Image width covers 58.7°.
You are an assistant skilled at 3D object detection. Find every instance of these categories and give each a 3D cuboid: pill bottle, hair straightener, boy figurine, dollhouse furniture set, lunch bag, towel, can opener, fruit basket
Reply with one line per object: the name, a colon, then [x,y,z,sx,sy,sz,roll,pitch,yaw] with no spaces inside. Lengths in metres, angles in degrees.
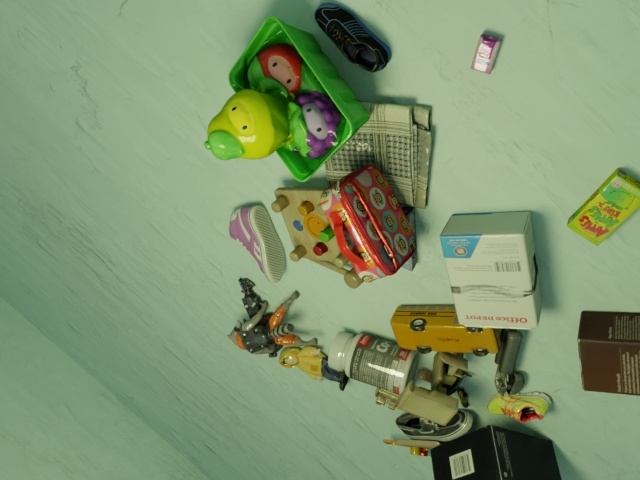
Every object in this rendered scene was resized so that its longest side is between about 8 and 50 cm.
pill bottle: [0.181,0.417,1.971,0.283,0.161,0.161,14,127,21]
hair straightener: [0.439,0.521,1.945,0.047,0.089,0.230,34,131,-5]
boy figurine: [-0.027,0.469,2.176,0.285,0.092,0.177,17,133,16]
dollhouse furniture set: [0.302,0.564,2.076,0.181,0.101,0.161,19,154,16]
lunch bag: [0.124,-0.041,1.546,0.120,0.258,0.293,-24,99,40]
dollhouse furniture set: [0.353,0.442,1.831,0.161,0.242,0.212,21,131,0]
towel: [0.153,-0.241,1.598,0.324,0.056,0.312,11,126,22]
can opener: [0.600,0.377,1.781,0.095,0.076,0.284,-4,125,-6]
fruit basket: [-0.109,-0.334,1.438,0.392,0.392,0.283,45,132,-5]

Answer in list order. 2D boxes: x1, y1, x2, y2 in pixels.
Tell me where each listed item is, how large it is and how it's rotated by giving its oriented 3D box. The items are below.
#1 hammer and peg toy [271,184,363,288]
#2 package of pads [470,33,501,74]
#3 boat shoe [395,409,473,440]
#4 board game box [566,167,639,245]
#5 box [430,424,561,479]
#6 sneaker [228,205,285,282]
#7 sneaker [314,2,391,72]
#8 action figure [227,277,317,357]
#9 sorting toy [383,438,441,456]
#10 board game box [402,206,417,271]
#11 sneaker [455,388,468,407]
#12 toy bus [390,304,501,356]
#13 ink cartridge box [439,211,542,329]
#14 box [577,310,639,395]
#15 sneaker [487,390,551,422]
hammer and peg toy: [0.000,0.000,1.773,0.265,0.127,0.361,6,126,39]
package of pads: [0.389,-0.438,1.340,0.050,0.032,0.083,20,129,13]
boat shoe: [0.399,0.647,2.040,0.102,0.108,0.301,42,141,-22]
board game box: [0.706,-0.079,1.402,0.092,0.043,0.181,33,132,5]
box: [0.582,0.765,1.896,0.294,0.183,0.296,19,138,-26]
sneaker: [-0.226,0.014,1.973,0.161,0.102,0.282,-5,108,36]
sneaker: [0.072,-0.510,1.431,0.232,0.090,0.081,36,132,2]
action figure: [-0.212,0.298,2.097,0.330,0.178,0.341,-23,100,27]
sorting toy: [0.401,0.782,2.121,0.347,0.047,0.196,-10,150,35]
board game box: [0.215,0.003,1.730,0.194,0.060,0.194,-6,117,33]
sneaker: [0.495,0.546,1.969,0.035,0.031,0.083,-20,110,37]
toy bus: [0.389,0.274,1.773,0.332,0.130,0.108,-4,118,32]
ink cartridge box: [0.481,0.085,1.588,0.223,0.129,0.308,-2,120,30]
box: [0.895,0.305,1.502,0.381,0.143,0.191,-2,121,29]
sneaker: [0.635,0.546,1.847,0.208,0.094,0.081,-20,112,39]
